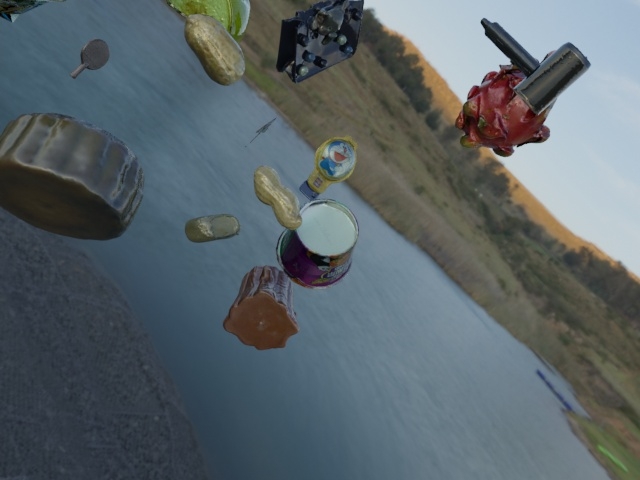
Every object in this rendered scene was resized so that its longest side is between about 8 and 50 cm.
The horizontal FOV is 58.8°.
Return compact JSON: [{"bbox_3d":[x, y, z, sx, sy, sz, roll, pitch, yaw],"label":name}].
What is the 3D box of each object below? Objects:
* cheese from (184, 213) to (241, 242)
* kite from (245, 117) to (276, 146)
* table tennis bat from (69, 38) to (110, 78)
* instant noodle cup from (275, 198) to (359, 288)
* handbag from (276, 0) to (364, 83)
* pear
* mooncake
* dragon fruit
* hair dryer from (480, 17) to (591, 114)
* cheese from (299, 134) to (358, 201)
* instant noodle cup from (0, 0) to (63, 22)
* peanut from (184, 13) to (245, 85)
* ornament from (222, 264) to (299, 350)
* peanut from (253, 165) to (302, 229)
[{"bbox_3d":[-0.394,-0.045,2.009,0.175,0.091,0.202,-11,7,-33],"label":"cheese"},{"bbox_3d":[-0.207,-0.371,1.947,0.005,0.152,0.137,48,11,-3],"label":"kite"},{"bbox_3d":[-0.762,-0.597,1.944,0.119,0.170,0.107,36,-11,24],"label":"table tennis bat"},{"bbox_3d":[0.000,0.000,1.726,0.251,0.251,0.190,48,-26,13],"label":"instant noodle cup"},{"bbox_3d":[0.010,-0.699,1.929,0.118,0.326,0.269,42,-31,21],"label":"handbag"},{"bbox_3d":[-0.333,-0.795,1.915,0.286,0.176,0.282,41,24,4],"label":"pear"},{"bbox_3d":[-0.497,-0.126,1.125,0.290,0.290,0.161,37,54,-39],"label":"mooncake"},{"bbox_3d":[0.502,-0.363,1.488,0.243,0.307,0.227,30,40,24],"label":"dragon fruit"},{"bbox_3d":[0.395,-0.373,1.102,0.070,0.128,0.255,17,39,-51],"label":"hair dryer"},{"bbox_3d":[0.033,-0.262,2.055,0.177,0.270,0.069,41,-1,-35],"label":"cheese"},{"bbox_3d":[-0.529,-0.500,0.966,0.178,0.240,0.240,1,-26,43],"label":"instant noodle cup"},{"bbox_3d":[-0.310,-0.563,1.664,0.224,0.129,0.129,57,6,-20],"label":"peanut"},{"bbox_3d":[-0.181,0.198,1.812,0.217,0.235,0.221,-89,178,-63],"label":"ornament"},{"bbox_3d":[-0.111,-0.110,1.476,0.187,0.082,0.082,50,10,-1],"label":"peanut"}]
